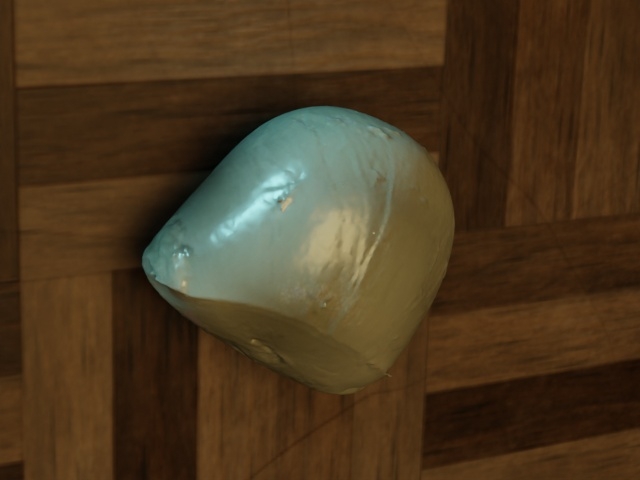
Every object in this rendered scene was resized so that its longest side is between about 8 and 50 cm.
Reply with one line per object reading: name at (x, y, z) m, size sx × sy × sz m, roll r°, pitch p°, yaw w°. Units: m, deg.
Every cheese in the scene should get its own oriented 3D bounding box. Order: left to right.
cheese at (0.000, 0.000, 1.039) m, size 0.198 × 0.154 × 0.189 m, roll 34°, pitch 82°, yaw -31°
